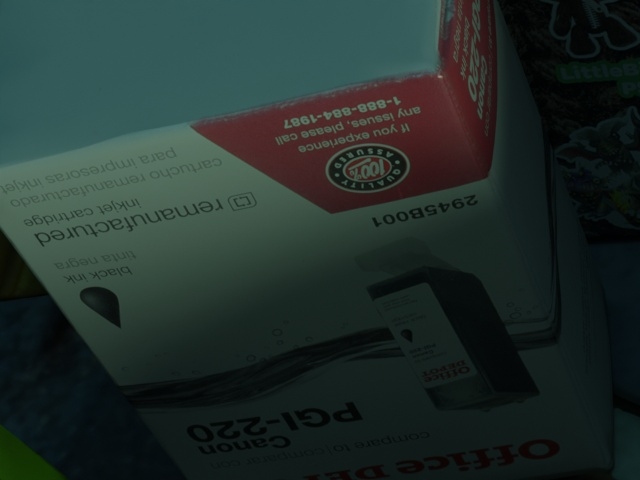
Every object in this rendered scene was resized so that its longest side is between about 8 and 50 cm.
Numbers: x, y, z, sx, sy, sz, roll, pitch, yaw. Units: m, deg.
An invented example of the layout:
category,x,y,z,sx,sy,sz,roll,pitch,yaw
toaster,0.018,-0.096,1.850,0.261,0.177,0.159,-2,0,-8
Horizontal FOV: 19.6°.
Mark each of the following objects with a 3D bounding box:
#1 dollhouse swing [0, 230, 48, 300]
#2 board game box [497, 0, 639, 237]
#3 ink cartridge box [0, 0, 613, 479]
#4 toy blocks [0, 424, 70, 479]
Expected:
category,x,y,z,sx,sy,sz,roll,pitch,yaw
dollhouse swing,-0.060,-0.192,0.749,0.315,0.347,0.305,-19,42,8
board game box,0.140,-0.183,0.686,0.141,0.291,0.232,-4,48,23
ink cartridge box,0.000,0.000,0.630,0.158,0.218,0.092,-11,50,16
toy blocks,-0.203,0.164,0.502,0.261,0.381,0.191,-27,39,22
